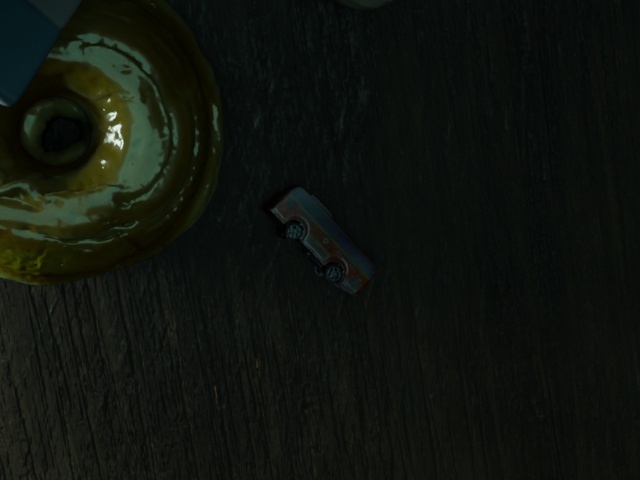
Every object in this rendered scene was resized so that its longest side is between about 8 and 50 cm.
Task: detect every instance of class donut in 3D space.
[{"bbox_3d":[-0.350,-0.151,1.713,0.449,0.198,0.448,-1,97,-8],"label":"donut"}]

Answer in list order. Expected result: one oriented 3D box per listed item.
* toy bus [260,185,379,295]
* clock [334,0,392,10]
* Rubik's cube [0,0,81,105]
[{"bbox_3d":[0.000,0.000,1.864,0.077,0.065,0.192,-46,104,-10],"label":"toy bus"},{"bbox_3d":[0.135,-0.460,1.666,0.184,0.342,0.325,35,86,-7],"label":"clock"},{"bbox_3d":[-0.474,-0.412,1.475,0.344,0.347,0.346,-60,141,-11],"label":"Rubik's cube"}]
